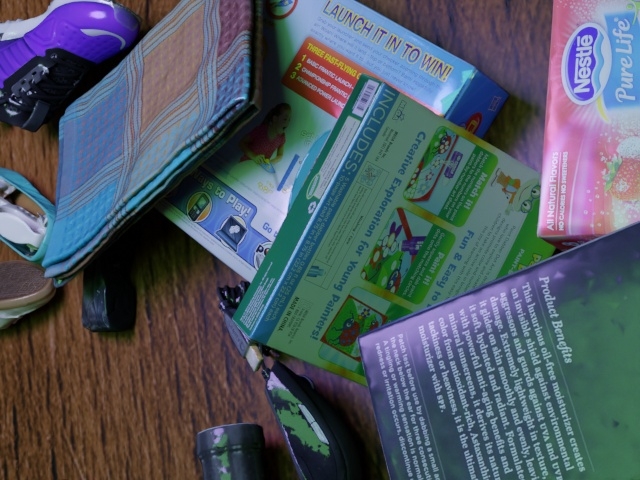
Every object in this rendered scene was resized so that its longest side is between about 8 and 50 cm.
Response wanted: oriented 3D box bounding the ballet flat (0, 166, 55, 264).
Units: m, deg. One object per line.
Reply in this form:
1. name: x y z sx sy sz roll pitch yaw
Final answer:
1. ballet flat: -0.386 -0.039 1.489 0.247 0.087 0.083 28 94 34

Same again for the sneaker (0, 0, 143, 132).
1. sneaker: -0.335 -0.205 1.485 0.293 0.102 0.146 -9 66 39

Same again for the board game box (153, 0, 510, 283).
1. board game box: -0.010 -0.101 1.266 0.308 0.086 0.302 36 98 33

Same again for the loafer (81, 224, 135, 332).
1. loafer: -0.257 0.024 1.410 0.061 0.062 0.170 -10 71 35

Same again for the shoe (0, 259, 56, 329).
1. shoe: -0.412 0.073 1.504 0.219 0.058 0.077 -6 44 27

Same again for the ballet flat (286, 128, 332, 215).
1. ballet flat: 0.000 0.000 1.144 0.072 0.068 0.213 8 78 40

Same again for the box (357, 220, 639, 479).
1. box: 0.238 0.122 0.929 0.294 0.296 0.183 -24 66 25

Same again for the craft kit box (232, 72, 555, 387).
1. craft kit box: 0.083 0.014 1.087 0.250 0.246 0.061 -61 26 4

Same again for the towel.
1. towel: -0.188 -0.143 1.327 0.370 0.040 0.271 -37 41 35

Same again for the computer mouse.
1. computer mouse: -0.021 0.152 1.165 0.060 0.184 0.262 -25 62 1

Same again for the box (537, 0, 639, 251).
1. box: 0.290 -0.134 1.050 0.154 0.142 0.300 0 78 32

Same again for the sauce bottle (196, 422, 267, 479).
1. sauce bottle: -0.069 0.354 1.176 0.111 0.111 0.344 -20 70 27
